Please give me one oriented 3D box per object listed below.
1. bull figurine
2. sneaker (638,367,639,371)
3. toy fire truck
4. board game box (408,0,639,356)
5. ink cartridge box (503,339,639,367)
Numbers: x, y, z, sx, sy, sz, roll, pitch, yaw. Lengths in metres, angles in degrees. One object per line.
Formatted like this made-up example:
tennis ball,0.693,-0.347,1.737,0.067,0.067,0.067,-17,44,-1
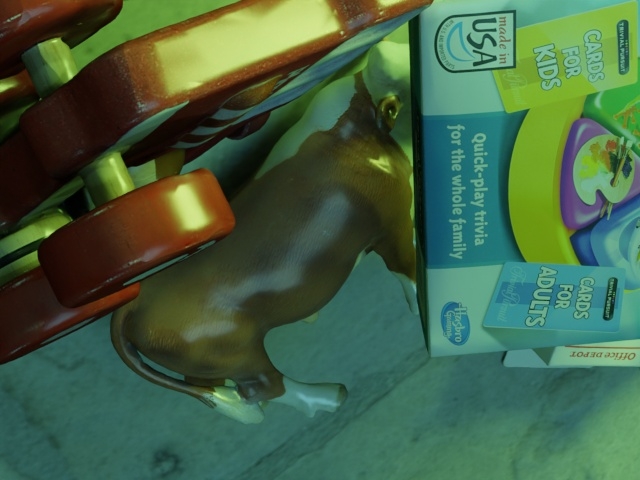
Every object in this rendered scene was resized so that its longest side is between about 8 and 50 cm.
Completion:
bull figurine,0.000,0.000,0.999,0.310,0.101,0.188,-39,124,0
sneaker,0.386,0.013,1.187,0.152,0.114,0.305,27,105,-34
toy fire truck,-0.098,-0.066,0.831,0.253,0.302,0.169,-25,87,-35
board game box,0.227,-0.061,0.902,0.335,0.079,0.254,-5,122,0
ink cartridge box,0.229,0.043,1.165,0.104,0.060,0.180,3,118,-28
